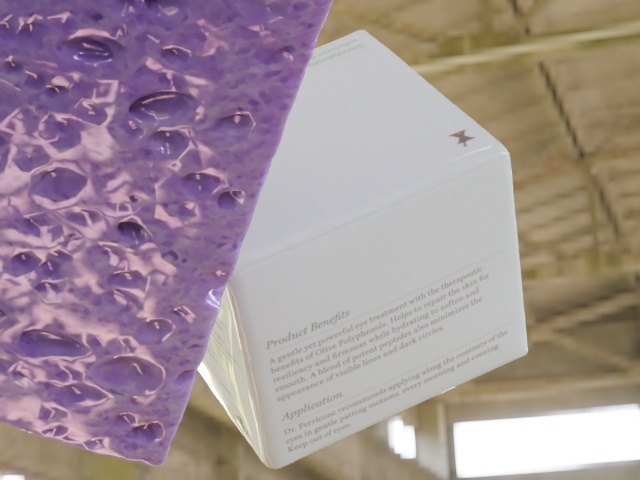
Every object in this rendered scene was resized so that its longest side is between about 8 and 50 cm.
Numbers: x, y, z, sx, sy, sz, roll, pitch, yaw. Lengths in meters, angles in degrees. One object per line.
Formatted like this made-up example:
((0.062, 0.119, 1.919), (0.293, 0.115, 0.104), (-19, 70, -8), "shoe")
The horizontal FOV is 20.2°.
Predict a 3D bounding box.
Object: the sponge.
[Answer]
((-0.065, -0.042, 0.435), (0.117, 0.031, 0.210), (19, -56, -4), "sponge")

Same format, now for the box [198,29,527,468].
((0.000, 0.000, 0.601), (0.101, 0.102, 0.087), (-23, -51, -16), "box")
